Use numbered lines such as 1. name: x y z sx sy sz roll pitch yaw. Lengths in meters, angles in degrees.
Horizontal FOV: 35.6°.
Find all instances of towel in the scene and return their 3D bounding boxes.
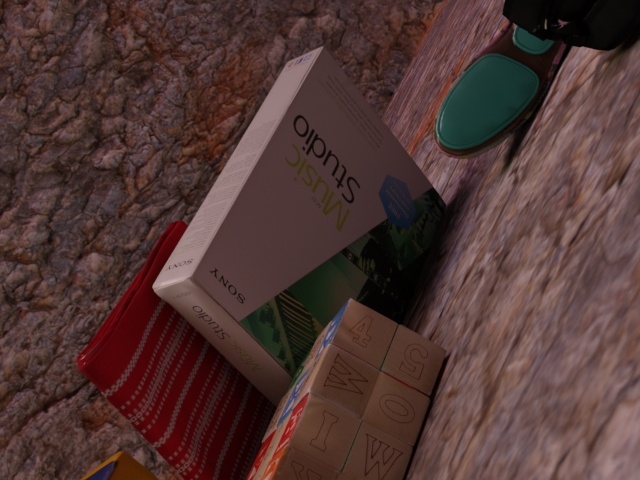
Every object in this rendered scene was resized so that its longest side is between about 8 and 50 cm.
1. towel: -0.078 0.133 0.873 0.031 0.275 0.199 -26 23 32

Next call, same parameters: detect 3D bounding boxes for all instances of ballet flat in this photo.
1. ballet flat: 0.183 -0.161 0.920 0.221 0.077 0.079 -57 -15 -3

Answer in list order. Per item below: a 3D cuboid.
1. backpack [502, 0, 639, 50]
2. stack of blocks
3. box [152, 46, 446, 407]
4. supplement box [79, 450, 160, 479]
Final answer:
1. backpack: 0.198 -0.222 0.688 0.115 0.152 0.182 -58 -12 -37
2. stack of blocks: -0.020 0.210 0.729 0.297 0.087 0.171 -64 5 -34
3. box: 0.000 0.000 0.948 0.058 0.232 0.322 -17 36 41
4. supplement box: -0.176 0.306 0.504 0.356 0.195 0.194 -37 15 24
